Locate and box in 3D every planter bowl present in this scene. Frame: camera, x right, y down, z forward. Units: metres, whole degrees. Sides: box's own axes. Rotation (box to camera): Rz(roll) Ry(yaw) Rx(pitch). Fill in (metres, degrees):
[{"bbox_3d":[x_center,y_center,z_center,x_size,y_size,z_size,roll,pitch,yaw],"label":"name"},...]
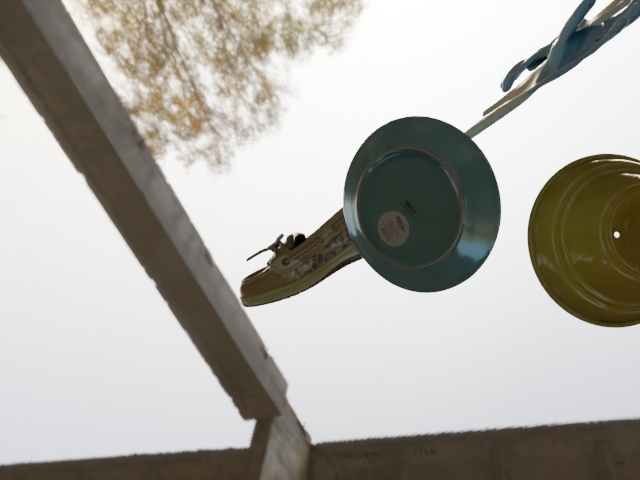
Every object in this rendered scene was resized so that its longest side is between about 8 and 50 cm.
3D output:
[{"bbox_3d":[0.363,-0.005,0.799,0.217,0.217,0.090,-29,177,-7],"label":"planter bowl"}]

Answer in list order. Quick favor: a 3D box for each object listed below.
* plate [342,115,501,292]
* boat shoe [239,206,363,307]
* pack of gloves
[{"bbox_3d":[0.096,-0.035,0.712,0.188,0.188,0.024,5,-167,36],"label":"plate"},{"bbox_3d":[0.000,0.000,0.941,0.285,0.089,0.104,-29,-171,12],"label":"boat shoe"},{"bbox_3d":[0.259,-0.222,0.744,0.232,0.046,0.195,-35,-169,45],"label":"pack of gloves"}]
